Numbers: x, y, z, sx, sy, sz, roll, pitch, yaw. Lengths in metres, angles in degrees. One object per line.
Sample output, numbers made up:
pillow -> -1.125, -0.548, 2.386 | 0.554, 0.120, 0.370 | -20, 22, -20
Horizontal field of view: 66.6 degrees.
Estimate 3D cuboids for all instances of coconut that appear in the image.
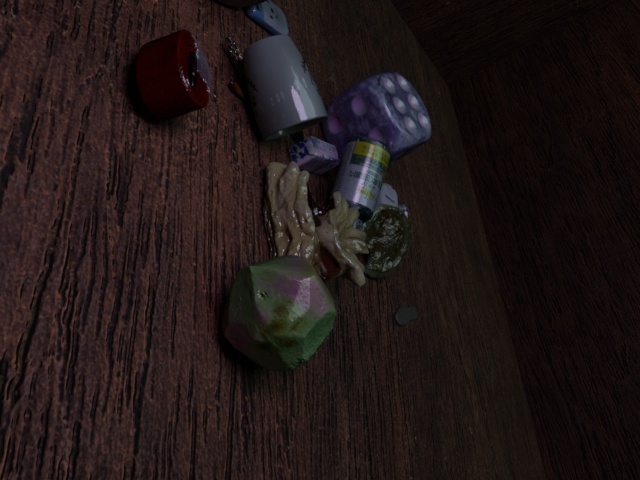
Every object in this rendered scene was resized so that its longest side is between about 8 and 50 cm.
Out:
coconut -> -0.084, 0.132, 0.973 | 0.236, 0.236, 0.204 | 50, 22, -29

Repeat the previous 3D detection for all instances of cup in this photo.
cup -> -0.107, -0.407, 1.329 | 0.258, 0.187, 0.233 | -132, -158, -84

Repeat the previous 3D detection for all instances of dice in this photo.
dice -> 0.191, -0.393, 1.657 | 0.270, 0.271, 0.270 | -29, 91, -49

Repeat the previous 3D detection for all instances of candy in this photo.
candy -> -0.015, -0.253, 1.455 | 0.160, 0.092, 0.073 | 3, 67, -60

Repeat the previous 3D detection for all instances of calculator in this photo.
calculator -> -0.177, -0.727, 1.554 | 0.210, 0.039, 0.120 | 15, 57, -54

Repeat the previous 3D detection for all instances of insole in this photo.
insole -> 0.302, 0.261, 1.711 | 0.192, 0.010, 0.063 | 0, 72, -59
insole -> -0.083, -0.385, 1.518 | 0.080, 0.003, 0.231 | 23, 52, -52

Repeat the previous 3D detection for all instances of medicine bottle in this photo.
medicine bottle -> 0.108, -0.154, 1.460 | 0.141, 0.142, 0.293 | 28, 76, -49

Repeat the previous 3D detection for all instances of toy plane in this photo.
toy plane -> 0.211, -0.112, 1.706 | 0.252, 0.118, 0.252 | 25, 43, -26

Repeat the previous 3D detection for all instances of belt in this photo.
belt -> -0.309, -0.339, 1.004 | 0.128, 0.124, 0.200 | 58, 21, -52

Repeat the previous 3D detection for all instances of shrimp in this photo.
shrimp -> -0.224, -0.450, 1.302 | 0.178, 0.034, 0.124 | 63, 31, -27

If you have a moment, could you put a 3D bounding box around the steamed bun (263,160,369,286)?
steamed bun -> 0.000, 0.000, 1.231 | 0.247, 0.190, 0.427 | 35, 42, -55

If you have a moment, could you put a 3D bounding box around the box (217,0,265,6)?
box -> -0.202, -0.792, 1.312 | 0.301, 0.301, 0.216 | -17, 91, -60

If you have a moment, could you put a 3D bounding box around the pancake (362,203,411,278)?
pancake -> 0.209, 0.001, 1.586 | 0.254, 0.037, 0.253 | -7, 102, -35
